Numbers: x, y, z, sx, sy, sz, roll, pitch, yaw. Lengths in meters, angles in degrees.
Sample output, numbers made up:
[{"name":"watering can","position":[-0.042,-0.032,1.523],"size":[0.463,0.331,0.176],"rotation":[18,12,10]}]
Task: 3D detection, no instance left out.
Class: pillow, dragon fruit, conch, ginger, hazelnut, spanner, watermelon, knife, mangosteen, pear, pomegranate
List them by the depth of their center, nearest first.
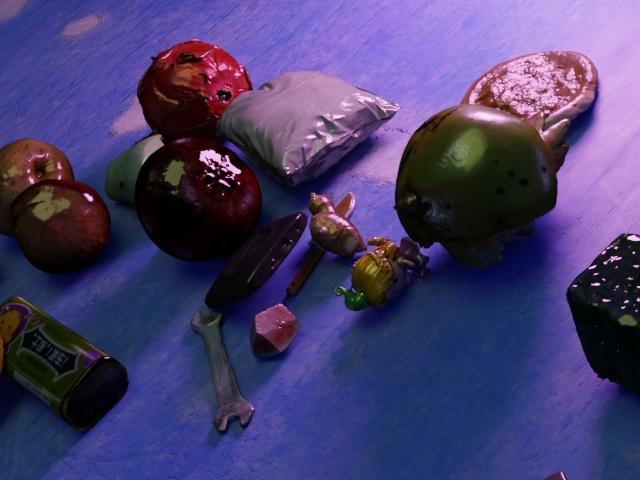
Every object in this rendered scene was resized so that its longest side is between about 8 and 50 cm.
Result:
[{"name":"pomegranate","position":[0.264,-0.103,1.733],"size":[0.340,0.261,0.260],"rotation":[-35,35,-31]},{"name":"watermelon","position":[-0.085,0.142,1.797],"size":[0.092,0.072,0.084],"rotation":[4,30,41]},{"name":"spanner","position":[-0.164,0.206,1.813],"size":[0.071,0.017,0.302],"rotation":[-26,37,3]},{"name":"ginger","position":[0.011,-0.028,1.902],"size":[0.165,0.096,0.067],"rotation":[49,118,42]},{"name":"knife","position":[0.000,-0.001,1.950],"size":[0.046,0.022,0.256],"rotation":[2,46,40]},{"name":"mangosteen","position":[-0.238,-0.064,2.039],"size":[0.261,0.235,0.235],"rotation":[-38,17,54]},{"name":"pillow","position":[-0.032,-0.233,2.155],"size":[0.283,0.138,0.310],"rotation":[-32,38,-19]},{"name":"hazelnut","position":[-0.515,-0.026,2.196],"size":[0.208,0.208,0.208],"rotation":[-17,38,14]},{"name":"conch","position":[-0.347,-0.139,2.236],"size":[0.137,0.143,0.250],"rotation":[-37,35,-24]},{"name":"dragon fruit","position":[-0.263,-0.307,2.319],"size":[0.252,0.241,0.241],"rotation":[22,58,29]},{"name":"pear","position":[-0.616,-0.114,2.327],"size":[0.211,0.188,0.228],"rotation":[-20,31,47]}]

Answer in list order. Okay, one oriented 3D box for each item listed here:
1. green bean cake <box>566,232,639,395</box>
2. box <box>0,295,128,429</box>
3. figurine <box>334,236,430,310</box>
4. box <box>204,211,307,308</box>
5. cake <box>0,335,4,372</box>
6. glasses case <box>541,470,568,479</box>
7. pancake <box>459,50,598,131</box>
[{"name":"green bean cake","position":[0.517,0.077,1.408],"size":[0.308,0.169,0.300],"rotation":[-43,41,-20]},{"name":"box","position":[-0.478,0.211,1.944],"size":[0.345,0.097,0.134],"rotation":[21,67,46]},{"name":"figurine","position":[0.084,0.051,1.770],"size":[0.156,0.095,0.115],"rotation":[-39,49,-21]},{"name":"box","position":[-0.116,0.033,1.915],"size":[0.212,0.042,0.201],"rotation":[-52,18,-28]},{"name":"cake","position":[-0.669,0.254,1.922],"size":[0.179,0.156,0.261],"rotation":[11,80,48]},{"name":"glasses case","position":[0.230,0.354,1.364],"size":[0.190,0.042,0.072],"rotation":[-27,30,2]},{"name":"pancake","position":[0.371,-0.257,1.997],"size":[0.282,0.049,0.282],"rotation":[-17,35,12]}]
